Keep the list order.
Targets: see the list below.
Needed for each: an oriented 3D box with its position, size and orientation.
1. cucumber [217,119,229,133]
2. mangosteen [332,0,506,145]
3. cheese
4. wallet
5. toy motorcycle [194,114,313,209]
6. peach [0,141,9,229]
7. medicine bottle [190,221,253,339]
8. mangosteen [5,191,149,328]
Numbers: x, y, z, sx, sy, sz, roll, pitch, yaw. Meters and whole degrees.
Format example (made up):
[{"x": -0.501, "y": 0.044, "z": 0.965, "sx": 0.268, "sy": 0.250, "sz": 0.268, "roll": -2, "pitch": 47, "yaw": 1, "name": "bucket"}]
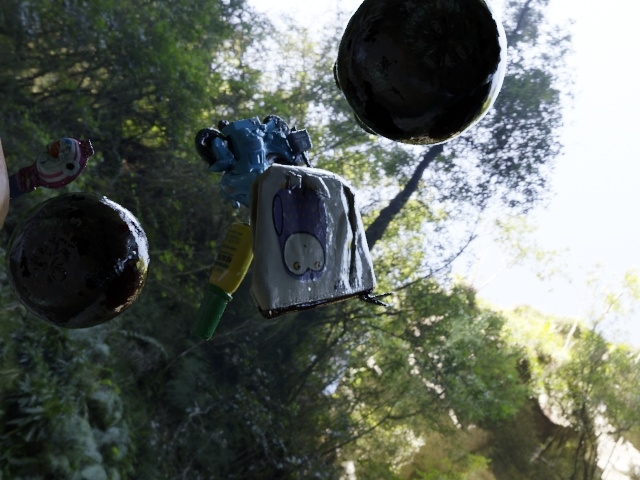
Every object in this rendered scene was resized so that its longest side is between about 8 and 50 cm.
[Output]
[{"x": -0.221, "y": -0.270, "z": 1.455, "sx": 0.163, "sy": 0.039, "sz": 0.043, "roll": 45, "pitch": -23, "yaw": 15, "name": "cucumber"}, {"x": 0.173, "y": -0.309, "z": 0.937, "sx": 0.300, "sy": 0.300, "sz": 0.300, "roll": 17, "pitch": -65, "yaw": 42, "name": "mangosteen"}, {"x": -0.686, "y": -0.182, "z": 1.339, "sx": 0.155, "sy": 0.244, "sz": 0.062, "roll": 63, "pitch": 0, "yaw": 27, "name": "cheese"}, {"x": -0.002, "y": 0.002, "z": 0.952, "sx": 0.068, "sy": 0.335, "sz": 0.274, "roll": -18, "pitch": -100, "yaw": 40, "name": "wallet"}, {"x": -0.120, "y": -0.160, "z": 1.072, "sx": 0.124, "sy": 0.272, "sz": 0.182, "roll": -23, "pitch": -86, "yaw": 43, "name": "toy motorcycle"}, {"x": -0.340, "y": -0.070, "z": 0.371, "sx": 0.214, "sy": 0.214, "sz": 0.235, "roll": -15, "pitch": -52, "yaw": 48, "name": "peach"}, {"x": -0.242, "y": 0.101, "z": 1.340, "sx": 0.111, "sy": 0.076, "sz": 0.308, "roll": 11, "pitch": -103, "yaw": 55, "name": "medicine bottle"}, {"x": -0.375, "y": 0.034, "z": 0.845, "sx": 0.216, "sy": 0.216, "sz": 0.216, "roll": 17, "pitch": -65, "yaw": 42, "name": "mangosteen"}]
